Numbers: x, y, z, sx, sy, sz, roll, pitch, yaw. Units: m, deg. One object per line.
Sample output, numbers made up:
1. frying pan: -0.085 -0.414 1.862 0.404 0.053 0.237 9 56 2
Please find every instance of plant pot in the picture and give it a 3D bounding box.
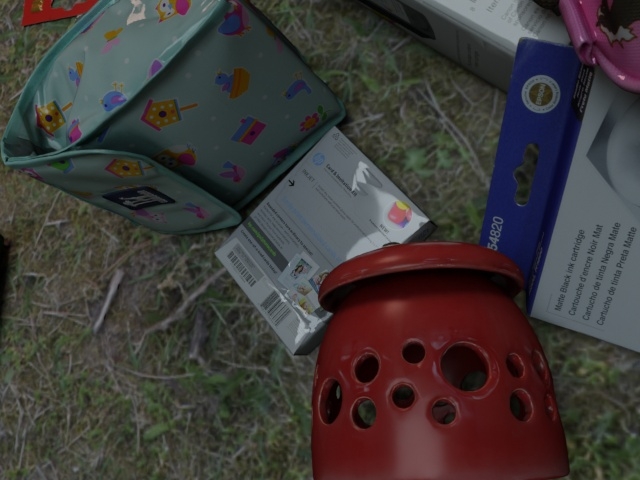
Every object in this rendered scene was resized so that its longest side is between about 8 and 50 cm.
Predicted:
1. plant pot: 0.085 0.104 0.503 0.191 0.191 0.174 -11 67 21

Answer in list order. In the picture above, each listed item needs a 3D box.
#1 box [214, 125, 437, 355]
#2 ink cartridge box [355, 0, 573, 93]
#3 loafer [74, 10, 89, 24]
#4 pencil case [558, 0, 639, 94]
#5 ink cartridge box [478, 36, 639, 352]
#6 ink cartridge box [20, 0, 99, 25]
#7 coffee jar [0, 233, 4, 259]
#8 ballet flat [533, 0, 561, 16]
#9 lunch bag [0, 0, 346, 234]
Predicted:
1. box: 0.000 0.000 0.636 0.186 0.038 0.145 -47 67 10
2. ink cartridge box: 0.129 -0.298 0.559 0.306 0.131 0.226 36 96 15
3. loafer: -0.272 -0.279 0.806 0.125 0.039 0.045 17 88 25
4. pencil case: 0.336 -0.189 0.369 0.386 0.167 0.160 -11 31 -15
5. ink cartridge box: 0.231 -0.022 0.469 0.224 0.045 0.223 18 125 25
6. ink cartridge box: -0.350 -0.420 0.861 0.180 0.056 0.225 -1 78 24
7. coffee jar: -0.461 0.075 0.791 0.079 0.096 0.185 -2 80 26
8. ballet flat: 0.227 -0.270 0.428 0.058 0.084 0.250 39 102 -2
9. lunch bag: -0.142 -0.118 0.618 0.262 0.223 0.160 -41 60 12
